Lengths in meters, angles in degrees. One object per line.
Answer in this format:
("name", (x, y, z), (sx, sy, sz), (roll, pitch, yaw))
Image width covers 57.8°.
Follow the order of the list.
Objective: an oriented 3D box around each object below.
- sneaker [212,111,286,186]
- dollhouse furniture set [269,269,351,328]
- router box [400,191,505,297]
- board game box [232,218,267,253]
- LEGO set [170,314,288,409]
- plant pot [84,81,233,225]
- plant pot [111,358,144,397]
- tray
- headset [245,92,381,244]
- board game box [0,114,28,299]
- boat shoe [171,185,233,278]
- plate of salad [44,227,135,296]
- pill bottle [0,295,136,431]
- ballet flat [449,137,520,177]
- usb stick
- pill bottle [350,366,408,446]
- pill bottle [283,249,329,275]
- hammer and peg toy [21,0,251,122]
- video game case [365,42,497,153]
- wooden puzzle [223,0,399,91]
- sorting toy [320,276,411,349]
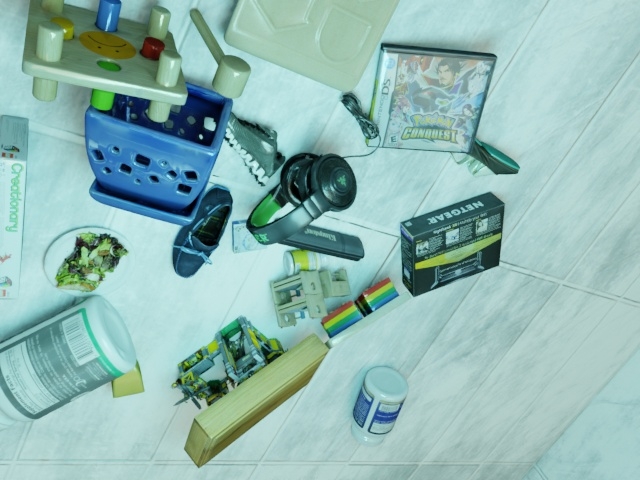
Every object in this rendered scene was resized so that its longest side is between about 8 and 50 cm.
("sneaker", (-0.154, -0.232, 1.302), (0.106, 0.078, 0.234), (-39, 132, -3))
("dollhouse furniture set", (-0.020, 0.160, 1.597), (0.129, 0.129, 0.183), (-22, 165, 38))
("router box", (0.394, 0.014, 1.736), (0.308, 0.081, 0.243), (-18, 130, -13))
("board game box", (-0.180, -0.013, 1.481), (0.090, 0.020, 0.090), (-8, 126, -20))
("LEGO set", (-0.239, 0.390, 1.632), (0.331, 0.192, 0.255), (-30, 131, -3))
("plant pot", (-0.316, -0.176, 1.133), (0.236, 0.236, 0.212), (15, 127, -9))
("plant pot", (-0.520, 0.358, 1.552), (0.081, 0.081, 0.083), (-6, 116, -21))
("tray", (-0.164, 0.422, 1.547), (0.411, 0.076, 0.203), (-29, 155, -38))
("headset", (-0.021, -0.157, 1.336), (0.394, 0.243, 0.185), (-41, 112, -12))
("board game box", (-0.604, -0.064, 1.126), (0.053, 0.193, 0.305), (3, 122, -27))
("boat shoe", (-0.289, -0.009, 1.386), (0.109, 0.089, 0.258), (10, 119, -31))
("plate of salad", (-0.532, 0.059, 1.346), (0.199, 0.048, 0.200), (-12, 127, -17))
("pill bottle", (-0.643, 0.296, 1.363), (0.361, 0.204, 0.204), (-27, 131, -5))
("ballet flat", (0.418, -0.235, 1.570), (0.280, 0.095, 0.096), (28, 119, -27))
("usb stick", (0.000, 0.000, 1.543), (0.278, 0.077, 0.045), (13, 144, -32))
("pill bottle", (0.196, 0.580, 2.007), (0.153, 0.153, 0.265), (0, 124, -26))
("pill bottle", (-0.037, 0.055, 1.570), (0.116, 0.065, 0.065), (-8, 126, -20))
("hammer and peg toy", (-0.325, -0.328, 1.033), (0.361, 0.266, 0.127), (5, 131, -28))
("video game case", (0.261, -0.335, 1.398), (0.274, 0.035, 0.248), (3, 124, -7))
("wooden puzzle", (0.005, -0.509, 1.178), (0.322, 0.080, 0.348), (13, 121, -32))
("sorting toy", (0.109, 0.211, 1.672), (0.255, 0.089, 0.257), (-31, 171, -10))
